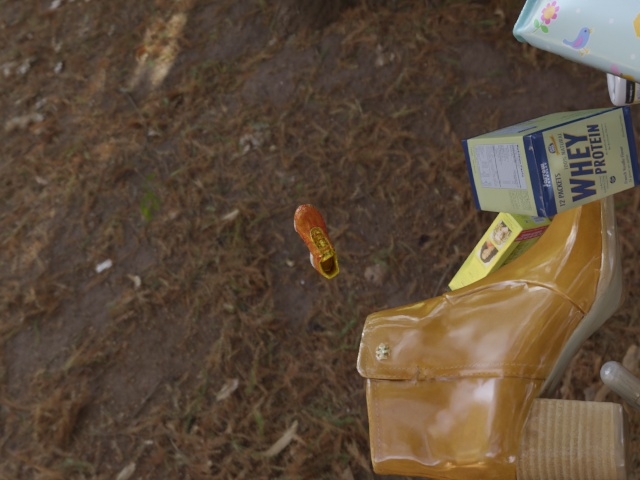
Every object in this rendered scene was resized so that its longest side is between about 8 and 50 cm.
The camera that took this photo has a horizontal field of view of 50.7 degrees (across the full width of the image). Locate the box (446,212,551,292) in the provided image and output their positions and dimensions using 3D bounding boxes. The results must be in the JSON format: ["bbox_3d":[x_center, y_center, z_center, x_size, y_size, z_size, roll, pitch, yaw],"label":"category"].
[{"bbox_3d":[0.329,0.032,1.269,0.087,0.232,0.058,-10,52,-34],"label":"box"}]

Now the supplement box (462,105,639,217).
[{"bbox_3d":[0.162,-0.057,0.482,0.083,0.056,0.083,-19,12,-17],"label":"supplement box"}]

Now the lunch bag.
[{"bbox_3d":[0.354,-0.288,0.667,0.223,0.160,0.262,41,118,43],"label":"lunch bag"}]

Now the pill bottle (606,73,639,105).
[{"bbox_3d":[0.548,-0.275,1.017,0.209,0.119,0.119,-6,52,17],"label":"pill bottle"}]

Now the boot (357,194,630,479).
[{"bbox_3d":[0.140,0.054,0.569,0.211,0.104,0.295,-3,62,27],"label":"boot"}]

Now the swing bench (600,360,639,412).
[{"bbox_3d":[0.249,0.269,0.501,0.253,0.255,0.165,-53,38,-3],"label":"swing bench"}]

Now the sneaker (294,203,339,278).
[{"bbox_3d":[0.000,0.000,1.332,0.064,0.175,0.067,-36,37,-14],"label":"sneaker"}]
